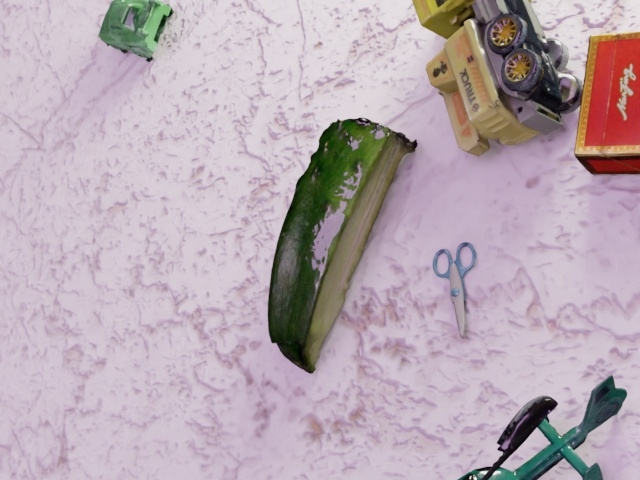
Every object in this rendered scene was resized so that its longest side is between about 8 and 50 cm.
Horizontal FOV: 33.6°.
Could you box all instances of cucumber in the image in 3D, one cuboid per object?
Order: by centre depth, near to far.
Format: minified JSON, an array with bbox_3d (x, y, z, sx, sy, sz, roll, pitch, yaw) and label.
[{"bbox_3d":[-0.003,-0.001,1.347,0.145,0.105,0.325,19,87,36],"label":"cucumber"}]

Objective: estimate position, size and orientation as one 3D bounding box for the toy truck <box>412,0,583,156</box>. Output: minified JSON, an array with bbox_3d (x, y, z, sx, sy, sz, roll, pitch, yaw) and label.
[{"bbox_3d":[0.198,-0.237,1.289,0.157,0.124,0.272,-32,61,32],"label":"toy truck"}]

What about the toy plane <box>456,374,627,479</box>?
[{"bbox_3d":[0.172,0.279,1.101,0.382,0.155,0.106,-36,54,-3],"label":"toy plane"}]

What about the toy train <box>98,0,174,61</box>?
[{"bbox_3d":[-0.295,-0.345,1.673,0.149,0.081,0.099,16,83,36],"label":"toy train"}]

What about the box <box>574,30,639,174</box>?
[{"bbox_3d":[0.407,-0.152,1.152,0.240,0.074,0.153,2,78,33],"label":"box"}]

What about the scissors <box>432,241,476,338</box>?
[{"bbox_3d":[0.164,0.060,1.266,0.058,0.014,0.119,-19,60,28],"label":"scissors"}]
